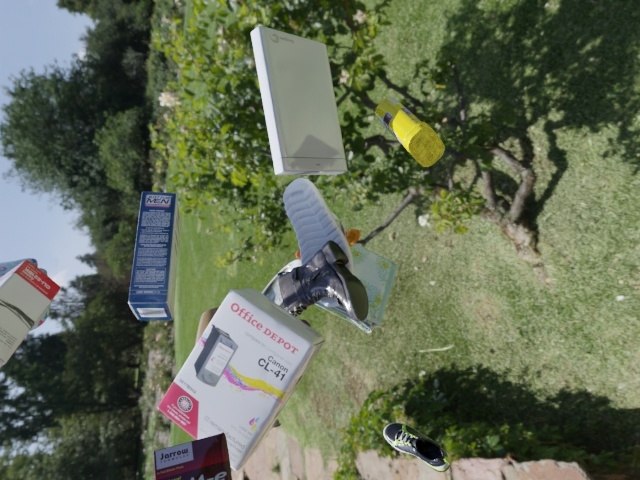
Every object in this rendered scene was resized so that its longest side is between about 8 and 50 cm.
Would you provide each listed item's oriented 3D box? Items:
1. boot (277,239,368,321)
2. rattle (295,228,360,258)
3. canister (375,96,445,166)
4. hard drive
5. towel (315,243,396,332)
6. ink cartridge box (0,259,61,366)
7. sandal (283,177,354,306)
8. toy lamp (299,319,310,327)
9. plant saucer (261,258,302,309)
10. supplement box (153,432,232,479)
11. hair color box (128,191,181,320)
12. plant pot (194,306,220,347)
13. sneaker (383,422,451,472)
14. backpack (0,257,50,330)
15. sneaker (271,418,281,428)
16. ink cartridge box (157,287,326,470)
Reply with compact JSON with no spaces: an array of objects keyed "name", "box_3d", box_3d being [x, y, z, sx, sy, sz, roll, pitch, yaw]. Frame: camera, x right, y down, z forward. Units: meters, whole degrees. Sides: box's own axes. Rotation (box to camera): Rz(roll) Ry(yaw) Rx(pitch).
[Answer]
[{"name":"boot","box_3d":[-0.004,0.150,1.173,0.229,0.091,0.263,-39,56,23]},{"name":"rattle","box_3d":[0.032,0.025,1.487,0.142,0.199,0.130,-20,71,42]},{"name":"canister","box_3d":[0.218,-0.273,1.063,0.073,0.126,0.170,-43,48,14]},{"name":"hard drive","box_3d":[-0.047,-0.349,1.107,0.047,0.233,0.353,-11,89,46]},{"name":"towel","box_3d":[0.141,0.170,1.810,0.090,0.320,0.375,-57,6,49]},{"name":"ink cartridge box","box_3d":[-0.765,0.197,0.983,0.197,0.114,0.273,-31,28,10]},{"name":"sandal","box_3d":[0.012,-0.006,1.300,0.169,0.102,0.417,-28,71,29]},{"name":"toy lamp","box_3d":[-0.128,0.280,1.444,0.274,0.080,0.080,-2,84,57]},{"name":"plant saucer","box_3d":[-0.183,0.271,2.021,0.400,0.100,0.400,-45,16,17]},{"name":"supplement box","box_3d":[-0.210,0.478,0.740,0.073,0.130,0.240,108,149,-56]},{"name":"hair color box","box_3d":[-0.485,0.047,1.272,0.174,0.105,0.348,116,153,-60]},{"name":"plant pot","box_3d":[-0.371,0.391,1.600,0.237,0.237,0.255,-59,40,46]},{"name":"sneaker","box_3d":[0.300,0.627,1.334,0.234,0.084,0.097,14,144,37]},{"name":"backpack","box_3d":[-0.954,0.179,1.304,0.253,0.225,0.191,-130,37,-49]},{"name":"sneaker","box_3d":[-0.188,0.396,1.182,0.105,0.115,0.282,123,133,-64]},{"name":"ink cartridge box","box_3d":[-0.168,0.288,0.935,0.306,0.226,0.131,-59,-13,2]}]
